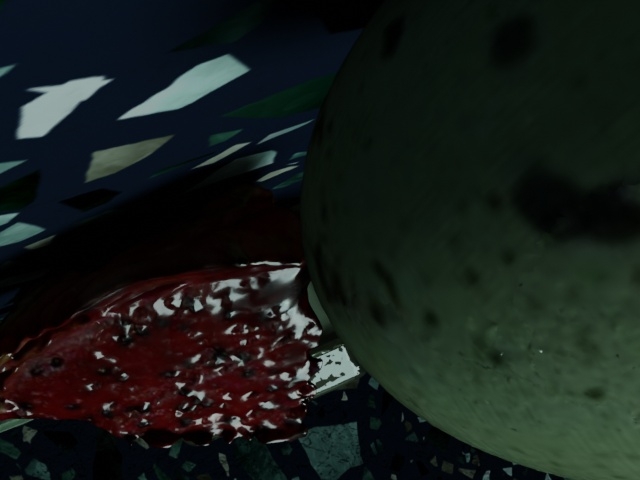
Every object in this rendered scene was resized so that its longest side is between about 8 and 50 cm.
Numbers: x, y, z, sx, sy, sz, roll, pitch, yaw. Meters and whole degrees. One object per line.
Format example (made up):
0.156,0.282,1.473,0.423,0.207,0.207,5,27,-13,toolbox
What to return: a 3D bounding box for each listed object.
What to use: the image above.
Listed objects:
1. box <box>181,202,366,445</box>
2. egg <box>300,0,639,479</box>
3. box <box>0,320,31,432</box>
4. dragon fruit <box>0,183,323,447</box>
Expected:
-0.086,0.099,1.245,0.290,0.166,0.220,-24,-154,12,box
0.167,-0.039,0.445,0.379,0.288,0.287,-19,180,37,egg
-0.447,0.188,1.105,0.225,0.117,0.225,-24,176,10,box
-0.171,0.034,0.944,0.329,0.228,0.286,-4,141,-5,dragon fruit
